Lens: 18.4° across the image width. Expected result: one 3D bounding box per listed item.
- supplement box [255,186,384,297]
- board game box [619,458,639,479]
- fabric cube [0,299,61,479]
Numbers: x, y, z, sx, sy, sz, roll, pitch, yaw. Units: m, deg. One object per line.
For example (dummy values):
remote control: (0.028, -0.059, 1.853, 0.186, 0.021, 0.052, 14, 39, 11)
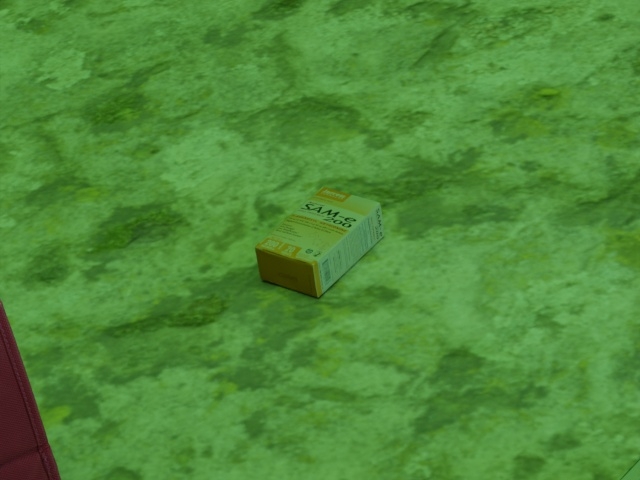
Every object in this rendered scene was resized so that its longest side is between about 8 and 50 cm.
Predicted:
supplement box: (0.000, 0.000, 1.639, 0.062, 0.036, 0.098, 16, 42, 32)
board game box: (0.298, 0.198, 1.177, 0.317, 0.064, 0.242, 3, 33, 48)
fabric cube: (-0.347, 0.135, 1.343, 0.258, 0.259, 0.254, -28, 39, -21)
